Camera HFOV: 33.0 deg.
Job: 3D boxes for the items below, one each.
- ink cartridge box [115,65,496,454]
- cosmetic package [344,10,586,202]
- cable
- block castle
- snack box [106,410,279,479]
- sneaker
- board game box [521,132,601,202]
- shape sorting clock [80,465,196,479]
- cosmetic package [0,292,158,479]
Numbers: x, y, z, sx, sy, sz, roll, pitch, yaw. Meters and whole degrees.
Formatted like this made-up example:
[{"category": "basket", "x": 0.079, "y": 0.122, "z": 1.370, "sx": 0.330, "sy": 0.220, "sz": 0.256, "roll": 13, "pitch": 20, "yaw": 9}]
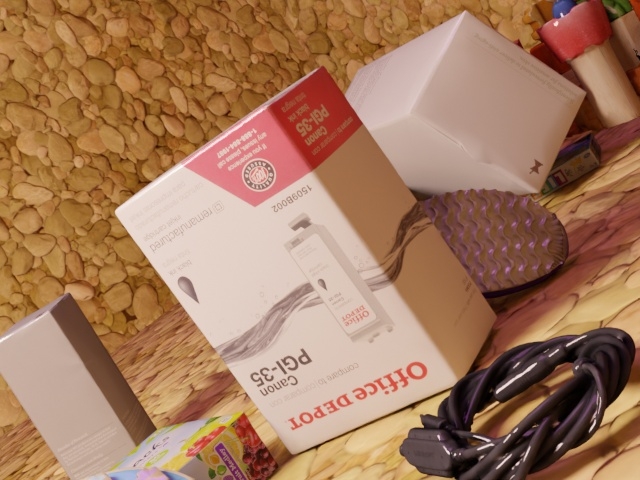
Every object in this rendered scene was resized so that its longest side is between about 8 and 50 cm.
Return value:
[{"category": "ink cartridge box", "x": -0.010, "y": 0.024, "z": 0.960, "sx": 0.207, "sy": 0.283, "sz": 0.117, "roll": -30, "pitch": 9, "yaw": 34}, {"category": "cosmetic package", "x": 0.156, "y": -0.152, "z": 1.433, "sx": 0.155, "sy": 0.197, "sz": 0.365, "roll": -62, "pitch": 16, "yaw": -12}, {"category": "cable", "x": 0.138, "y": 0.107, "z": 0.698, "sx": 0.151, "sy": 0.047, "sz": 0.184, "roll": -31, "pitch": 2, "yaw": -23}, {"category": "block castle", "x": 0.443, "y": -0.319, "z": 1.473, "sx": 0.453, "sy": 0.212, "sz": 0.303, "roll": -31, "pitch": 5, "yaw": -17}, {"category": "snack box", "x": -0.165, "y": 0.250, "z": 0.989, "sx": 0.207, "sy": 0.070, "sz": 0.174, "roll": -37, "pitch": 9, "yaw": -35}, {"category": "sneaker", "x": 0.110, "y": 0.024, "z": 1.097, "sx": 0.293, "sy": 0.102, "sz": 0.146, "roll": -11, "pitch": -14, "yaw": 21}, {"category": "board game box", "x": 0.290, "y": -0.081, "z": 1.408, "sx": 0.154, "sy": 0.026, "sz": 0.103, "roll": -31, "pitch": 7, "yaw": 22}, {"category": "shape sorting clock", "x": -0.170, "y": 0.248, "z": 0.819, "sx": 0.206, "sy": 0.040, "sz": 0.206, "roll": -10, "pitch": 30, "yaw": 6}, {"category": "cosmetic package", "x": -0.303, "y": 0.195, "z": 1.355, "sx": 0.107, "sy": 0.238, "sz": 0.127, "roll": -33, "pitch": 5, "yaw": 3}]
